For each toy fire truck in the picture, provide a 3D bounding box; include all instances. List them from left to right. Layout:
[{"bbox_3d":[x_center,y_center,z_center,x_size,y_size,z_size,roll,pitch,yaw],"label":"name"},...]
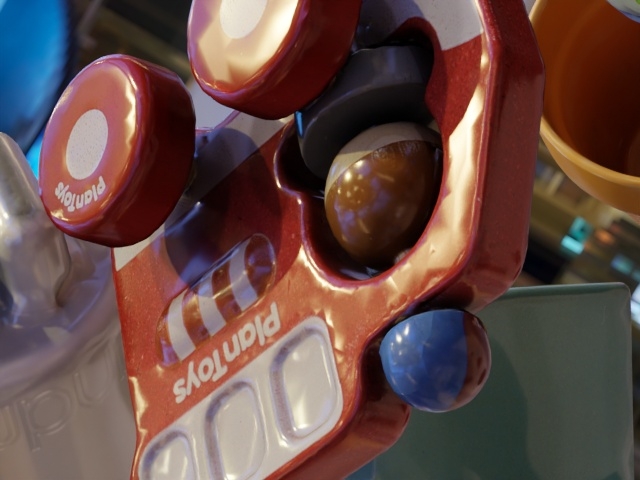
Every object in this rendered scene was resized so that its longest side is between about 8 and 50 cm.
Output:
[{"bbox_3d":[0.000,0.000,0.941,0.169,0.253,0.302,18,-43,-41],"label":"toy fire truck"}]

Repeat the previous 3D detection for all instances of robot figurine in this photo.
[{"bbox_3d":[-0.198,0.106,1.184,0.300,0.199,0.353,-18,-49,-11],"label":"robot figurine"}]

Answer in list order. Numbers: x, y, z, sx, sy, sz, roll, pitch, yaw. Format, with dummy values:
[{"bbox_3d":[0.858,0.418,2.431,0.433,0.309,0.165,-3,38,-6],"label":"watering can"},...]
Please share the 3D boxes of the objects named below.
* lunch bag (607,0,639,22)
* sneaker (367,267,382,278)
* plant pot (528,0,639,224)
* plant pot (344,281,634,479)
[{"bbox_3d":[0.169,-0.172,0.853,0.090,0.176,0.219,-44,21,-8],"label":"lunch bag"},{"bbox_3d":[-0.003,-0.013,1.599,0.130,0.330,0.147,-22,-62,-59],"label":"sneaker"},{"bbox_3d":[0.254,-0.087,1.276,0.205,0.205,0.188,-57,-28,-13],"label":"plant pot"},{"bbox_3d":[0.083,0.110,1.317,0.234,0.165,0.165,4,-96,-44],"label":"plant pot"}]
